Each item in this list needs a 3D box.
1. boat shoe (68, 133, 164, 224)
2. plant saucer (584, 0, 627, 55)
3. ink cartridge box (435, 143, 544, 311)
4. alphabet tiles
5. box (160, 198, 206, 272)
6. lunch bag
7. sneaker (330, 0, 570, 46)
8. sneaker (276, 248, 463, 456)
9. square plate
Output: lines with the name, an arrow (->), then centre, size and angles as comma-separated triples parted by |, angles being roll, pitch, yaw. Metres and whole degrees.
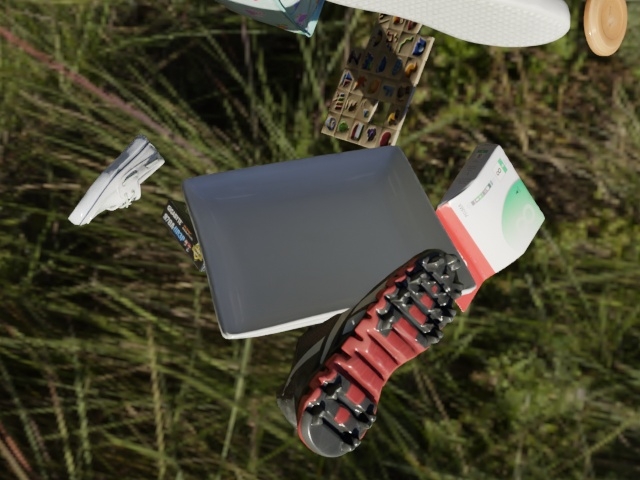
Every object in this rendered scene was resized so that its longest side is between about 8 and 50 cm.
boat shoe -> -0.343, -0.096, 1.901 | 0.076, 0.083, 0.226 | 40, 53, -9
plant saucer -> 0.323, -0.250, 1.240 | 0.083, 0.013, 0.083 | -8, 102, -46
ink cartridge box -> 0.267, -0.019, 1.823 | 0.181, 0.056, 0.225 | 52, 59, -32
alphabet tiles -> 0.097, -0.272, 1.817 | 0.009, 0.198, 0.237 | 18, 94, -37
box -> -0.212, 0.001, 2.293 | 0.175, 0.220, 0.051 | 12, 113, -38
lunch bag -> -0.124, -0.477, 1.893 | 0.160, 0.223, 0.262 | -67, 158, 2
sneaker -> 0.159, -0.365, 1.433 | 0.135, 0.366, 0.150 | 135, -31, -74
sneaker -> 0.048, 0.112, 1.253 | 0.276, 0.135, 0.097 | -51, 121, -15
square plate -> 0.000, 0.000, 1.562 | 0.344, 0.347, 0.049 | -113, -163, -48
